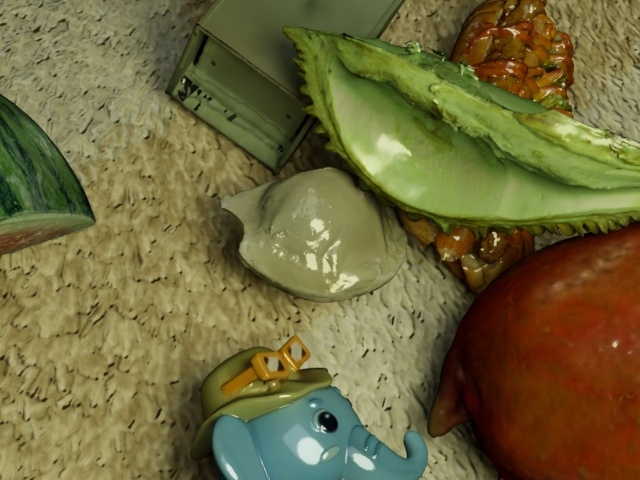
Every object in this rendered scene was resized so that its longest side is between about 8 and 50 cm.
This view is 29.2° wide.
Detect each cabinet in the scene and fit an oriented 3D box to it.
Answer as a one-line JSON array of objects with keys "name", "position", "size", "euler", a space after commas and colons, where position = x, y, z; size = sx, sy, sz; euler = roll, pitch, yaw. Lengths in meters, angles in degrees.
[{"name": "cabinet", "position": [-0.031, -0.204, 1.249], "size": [0.145, 0.150, 0.206], "euler": [36, 60, -3]}]

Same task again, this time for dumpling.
[{"name": "dumpling", "position": [0.000, 0.000, 1.171], "size": [0.199, 0.118, 0.136], "euler": [6, 57, -19]}]

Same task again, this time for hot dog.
[{"name": "hot dog", "position": [0.191, -0.113, 1.272], "size": [0.158, 0.117, 0.349], "euler": [39, 56, -26]}]

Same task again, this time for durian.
[{"name": "durian", "position": [0.159, -0.106, 1.082], "size": [0.394, 0.198, 0.163], "euler": [24, 59, 19]}]

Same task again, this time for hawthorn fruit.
[{"name": "hawthorn fruit", "position": [0.275, 0.120, 1.121], "size": [0.311, 0.295, 0.295], "euler": [18, 58, 20]}]

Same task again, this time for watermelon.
[{"name": "watermelon", "position": [-0.347, -0.045, 1.102], "size": [0.213, 0.201, 0.261], "euler": [54, 20, 14]}]

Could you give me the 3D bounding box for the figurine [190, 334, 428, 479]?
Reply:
[{"name": "figurine", "position": [-0.004, 0.208, 1.071], "size": [0.262, 0.153, 0.180], "euler": [51, 51, -8]}]
